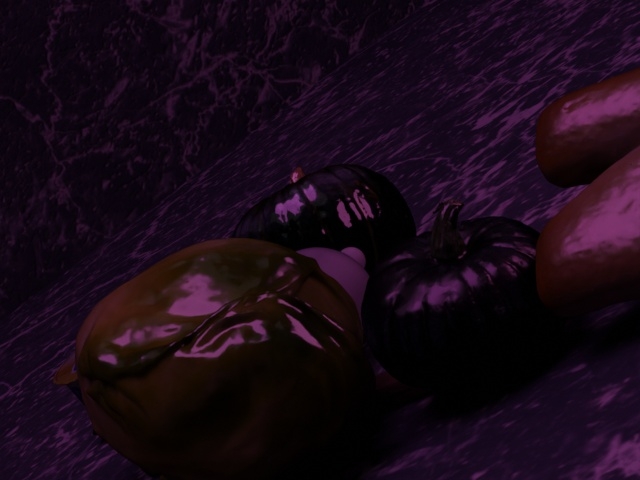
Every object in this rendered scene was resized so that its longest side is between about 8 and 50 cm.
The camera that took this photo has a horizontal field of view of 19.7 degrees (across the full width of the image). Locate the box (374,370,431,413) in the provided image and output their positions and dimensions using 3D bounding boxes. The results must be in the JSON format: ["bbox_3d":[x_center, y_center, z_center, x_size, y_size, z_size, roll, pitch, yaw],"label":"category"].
[{"bbox_3d":[0.074,0.138,1.748,0.115,0.025,0.048,-26,11,35],"label":"box"}]

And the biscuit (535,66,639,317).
[{"bbox_3d":[0.309,-0.067,1.540,0.290,0.062,0.237,-18,48,30],"label":"biscuit"}]

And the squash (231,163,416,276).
[{"bbox_3d":[0.002,0.005,2.122,0.218,0.172,0.218,-30,12,7],"label":"squash"}]

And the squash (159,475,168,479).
[{"bbox_3d":[-0.125,0.243,1.782,0.066,0.066,0.201,-30,18,20],"label":"squash"}]

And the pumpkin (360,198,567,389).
[{"bbox_3d":[0.129,0.057,1.646,0.194,0.150,0.194,-37,31,27],"label":"pumpkin"}]

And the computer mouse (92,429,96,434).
[{"bbox_3d":[-0.239,0.207,2.278,0.135,0.047,0.079,-24,14,48],"label":"computer mouse"}]

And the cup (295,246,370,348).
[{"bbox_3d":[-0.005,0.094,1.963,0.134,0.174,0.142,7,28,22],"label":"cup"}]

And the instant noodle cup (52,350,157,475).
[{"bbox_3d":[-0.170,0.156,2.034,0.205,0.153,0.205,-33,10,6],"label":"instant noodle cup"}]

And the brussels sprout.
[{"bbox_3d":[-0.076,0.122,1.710,0.294,0.227,0.259,-6,26,20],"label":"brussels sprout"}]
